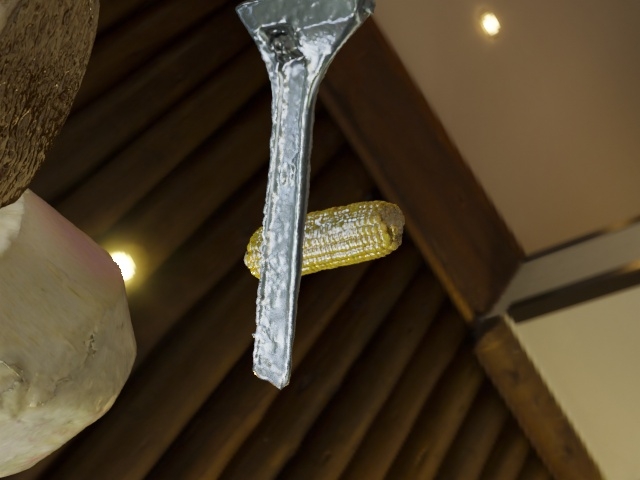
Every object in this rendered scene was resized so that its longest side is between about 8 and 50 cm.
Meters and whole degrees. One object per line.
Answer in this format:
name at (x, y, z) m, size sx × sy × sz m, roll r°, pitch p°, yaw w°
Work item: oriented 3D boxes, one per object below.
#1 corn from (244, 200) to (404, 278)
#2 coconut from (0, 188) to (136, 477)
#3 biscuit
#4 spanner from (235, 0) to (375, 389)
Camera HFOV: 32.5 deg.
corn at (0.000, 0.000, 1.194) m, size 0.068 × 0.207 × 0.068 m, roll 25°, pitch -122°, yaw -48°
coconut at (-0.272, 0.061, 0.805) m, size 0.259 × 0.259 × 0.259 m, roll 20°, pitch -121°, yaw -38°
biscuit at (-0.175, -0.075, 0.572) m, size 0.050 × 0.170 × 0.170 m, roll 24°, pitch -129°, yaw 1°
spanner at (-0.018, -0.046, 0.707) m, size 0.026 × 0.093 × 0.325 m, roll -33°, pitch -45°, yaw -53°
